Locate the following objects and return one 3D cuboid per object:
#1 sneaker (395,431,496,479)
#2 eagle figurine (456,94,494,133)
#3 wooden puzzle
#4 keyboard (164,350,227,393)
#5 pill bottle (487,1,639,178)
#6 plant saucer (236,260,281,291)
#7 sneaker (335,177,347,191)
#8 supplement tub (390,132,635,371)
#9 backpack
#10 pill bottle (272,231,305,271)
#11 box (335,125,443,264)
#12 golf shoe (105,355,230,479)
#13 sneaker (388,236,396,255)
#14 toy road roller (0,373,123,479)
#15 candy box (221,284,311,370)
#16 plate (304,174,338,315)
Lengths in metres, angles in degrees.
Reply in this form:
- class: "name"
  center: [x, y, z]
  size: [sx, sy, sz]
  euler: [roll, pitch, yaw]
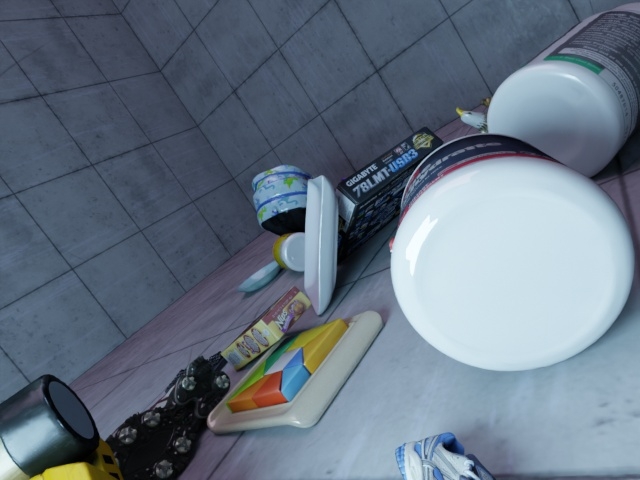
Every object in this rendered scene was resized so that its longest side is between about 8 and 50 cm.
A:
- class: "sneaker"
  center: [0.090, 0.169, 0.291]
  size: [0.058, 0.052, 0.135]
  euler: [-29, 10, 2]
- class: "eagle figurine"
  center: [0.406, -0.238, 1.050]
  size: [0.226, 0.225, 0.298]
  euler: [63, -136, -60]
- class: "wooden puzzle"
  center: [-0.044, 0.190, 0.665]
  size: [0.238, 0.044, 0.221]
  euler: [-25, 12, 44]
- class: "keyboard"
  center: [-0.273, 0.292, 1.007]
  size: [0.180, 0.023, 0.108]
  euler: [-27, 11, 34]
- class: "pill bottle"
  center: [0.468, -0.266, 0.763]
  size: [0.361, 0.204, 0.204]
  euler: [-38, 10, -27]
- class: "plant saucer"
  center: [-0.204, 0.132, 1.555]
  size: [0.195, 0.037, 0.195]
  euler: [-32, 9, 6]
- class: "sneaker"
  center: [0.034, -0.087, 1.262]
  size: [0.236, 0.104, 0.095]
  euler: [-47, 23, -2]
- class: "supplement tub"
  center: [0.179, -0.011, 0.475]
  size: [0.191, 0.191, 0.272]
  euler: [-30, 10, 21]
- class: "backpack"
  center: [-0.108, -0.130, 1.635]
  size: [0.290, 0.273, 0.355]
  euler: [-14, 3, 18]
- class: "pill bottle"
  center: [-0.084, 0.034, 1.393]
  size: [0.117, 0.117, 0.215]
  euler: [-36, 9, -14]
- class: "box"
  center: [0.142, -0.102, 1.096]
  size: [0.295, 0.073, 0.293]
  euler: [-37, -17, -24]
- class: "golf shoe"
  center: [-0.244, 0.302, 0.684]
  size: [0.120, 0.105, 0.273]
  euler: [-49, -4, 30]
- class: "sneaker"
  center: [0.197, -0.009, 0.879]
  size: [0.075, 0.057, 0.161]
  euler: [-5, 23, 36]
- class: "toy road roller"
  center: [-0.246, 0.313, 0.406]
  size: [0.202, 0.240, 0.329]
  euler: [-36, 47, -19]
- class: "candy box"
  center: [-0.106, 0.170, 0.847]
  size: [0.187, 0.053, 0.109]
  euler: [-45, -1, 44]
- class: "plate"
  center: [0.000, 0.000, 0.983]
  size: [0.045, 0.278, 0.277]
  euler: [1, 5, -8]
